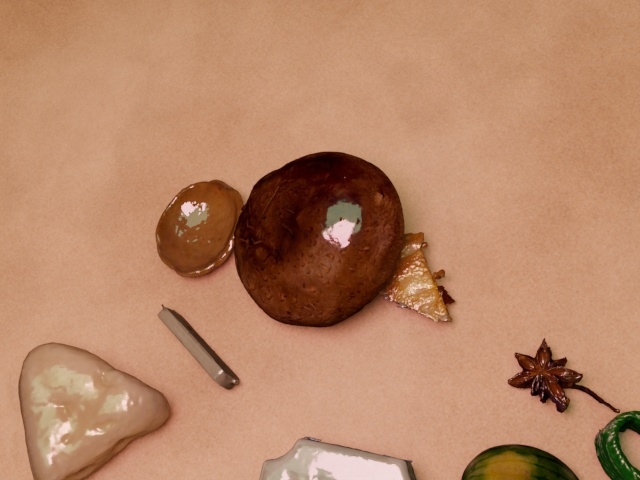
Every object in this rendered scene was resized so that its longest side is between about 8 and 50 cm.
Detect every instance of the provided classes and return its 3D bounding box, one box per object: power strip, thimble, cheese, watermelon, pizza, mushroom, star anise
[{"bbox_3d":[-0.235,0.198,1.384,0.029,0.080,0.227,-46,66,-4],"label":"power strip"},{"bbox_3d":[0.509,0.339,1.177,0.130,0.090,0.118,34,75,20],"label":"thimble"},{"bbox_3d":[-0.417,0.283,1.331,0.251,0.173,0.247,-28,74,-1],"label":"cheese"},{"bbox_3d":[0.332,0.427,1.156,0.232,0.127,0.204,30,73,15],"label":"watermelon"},{"bbox_3d":[0.174,0.084,1.359,0.154,0.069,0.194,-39,67,-6],"label":"pizza"},{"bbox_3d":[-0.017,-0.003,1.339,0.239,0.345,0.345,10,64,-26],"label":"mushroom"},{"bbox_3d":[0.410,0.244,1.242,0.191,0.070,0.097,28,72,40],"label":"star anise"}]

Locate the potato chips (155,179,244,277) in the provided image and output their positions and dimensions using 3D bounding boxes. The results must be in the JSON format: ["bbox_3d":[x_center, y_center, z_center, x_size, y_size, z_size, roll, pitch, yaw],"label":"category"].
[{"bbox_3d":[-0.236,-0.019,1.485,0.195,0.062,0.208,-11,67,12],"label":"potato chips"}]

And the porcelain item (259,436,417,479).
[{"bbox_3d":[0.031,0.473,1.175,0.282,0.157,0.285,6,70,15],"label":"porcelain item"}]
